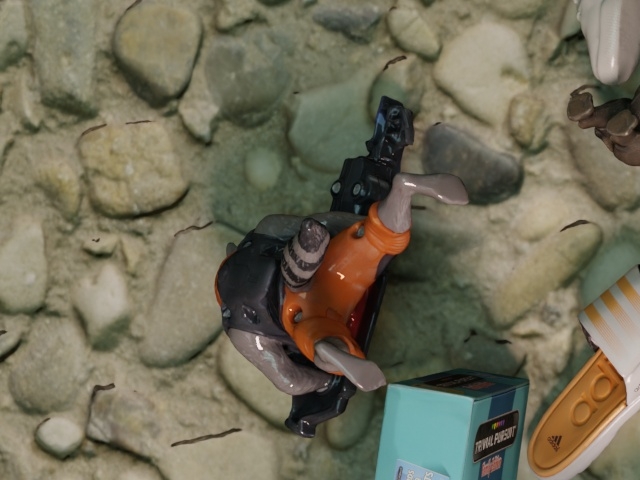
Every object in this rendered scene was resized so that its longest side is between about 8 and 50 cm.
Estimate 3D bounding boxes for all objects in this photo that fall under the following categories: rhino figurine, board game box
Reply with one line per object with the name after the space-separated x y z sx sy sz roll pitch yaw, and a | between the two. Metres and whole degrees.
0.348 -0.144 1.485 0.243 0.106 0.073 -30 60 19 | rhino figurine
0.104 0.290 1.485 0.079 0.254 0.336 8 91 18 | board game box

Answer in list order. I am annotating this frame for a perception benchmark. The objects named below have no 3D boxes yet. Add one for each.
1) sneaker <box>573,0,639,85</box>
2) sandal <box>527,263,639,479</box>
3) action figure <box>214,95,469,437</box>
0.250 -0.244 1.549 0.094 0.080 0.212 -3 77 26 | sneaker
0.261 0.108 1.506 0.265 0.076 0.102 -54 34 12 | sandal
0.000 0.000 1.538 0.330 0.178 0.341 -14 60 63 | action figure
